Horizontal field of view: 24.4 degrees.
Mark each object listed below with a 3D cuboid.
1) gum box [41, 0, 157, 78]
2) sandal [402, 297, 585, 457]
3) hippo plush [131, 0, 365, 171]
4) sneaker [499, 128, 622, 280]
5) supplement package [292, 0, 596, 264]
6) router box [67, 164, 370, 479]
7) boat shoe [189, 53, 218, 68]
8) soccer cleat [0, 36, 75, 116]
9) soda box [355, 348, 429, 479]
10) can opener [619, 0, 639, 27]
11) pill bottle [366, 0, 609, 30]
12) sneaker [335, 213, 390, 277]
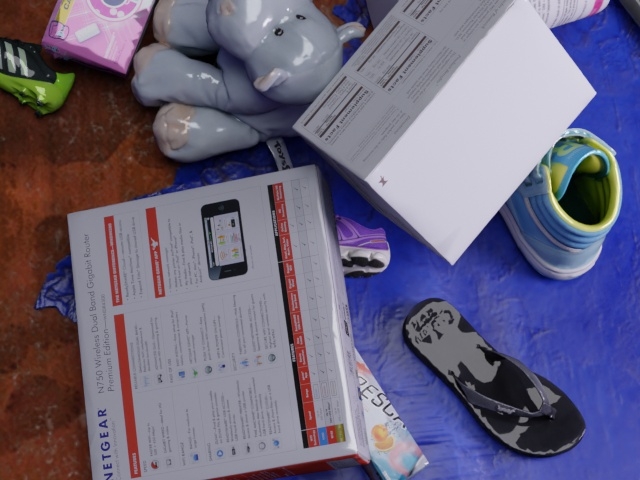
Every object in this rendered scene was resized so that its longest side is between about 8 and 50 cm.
[{"bbox_3d":[-0.253,-0.293,1.785,0.107,0.062,0.188,21,88,-5],"label":"gum box"},{"bbox_3d":[0.204,0.168,1.760,0.254,0.054,0.097,37,71,4],"label":"sandal"},{"bbox_3d":[-0.082,-0.190,1.708,0.234,0.236,0.294,-34,91,-16],"label":"hippo plush"},{"bbox_3d":[0.253,-0.118,1.777,0.127,0.208,0.319,-34,79,-16],"label":"sneaker"},{"bbox_3d":[0.142,-0.145,1.654,0.262,0.204,0.145,-49,46,-1],"label":"supplement package"},{"bbox_3d":[-0.118,0.106,1.670,0.301,0.082,0.335,-10,74,9],"label":"router box"},{"bbox_3d":[-0.143,-0.225,1.842,0.125,0.038,0.046,-31,80,-16],"label":"boat shoe"},{"bbox_3d":[-0.384,-0.221,1.801,0.179,0.060,0.072,33,61,-4],"label":"soccer cleat"},{"bbox_3d":[0.050,0.202,1.722,0.058,0.063,0.183,-31,79,-15],"label":"soda box"},{"bbox_3d":[0.484,-0.273,1.945,0.095,0.076,0.283,-23,74,-47],"label":"can opener"},{"bbox_3d":[0.210,-0.323,1.860,0.283,0.160,0.160,-20,77,-14],"label":"pill bottle"},{"bbox_3d":[0.000,0.000,1.790,0.170,0.068,0.071,9,56,-14],"label":"sneaker"}]
